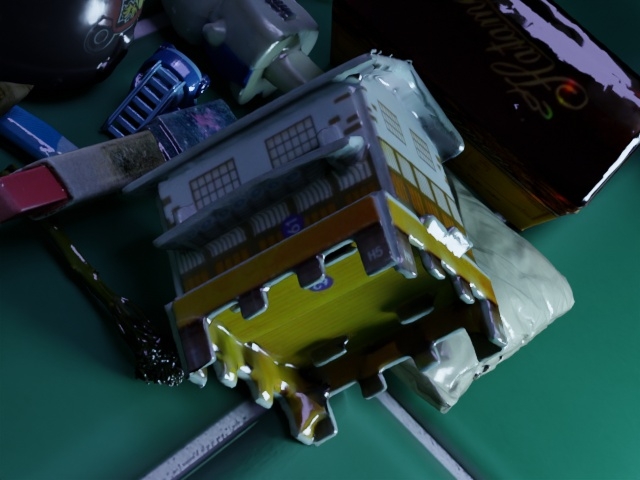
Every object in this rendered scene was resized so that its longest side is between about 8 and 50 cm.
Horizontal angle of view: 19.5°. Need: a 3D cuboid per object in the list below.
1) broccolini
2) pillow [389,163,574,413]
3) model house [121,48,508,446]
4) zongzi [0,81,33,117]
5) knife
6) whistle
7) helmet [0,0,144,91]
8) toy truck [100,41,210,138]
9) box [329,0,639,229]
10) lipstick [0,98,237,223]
[{"bbox_3d":[-0.169,0.025,1.382,0.042,0.044,0.218,-23,62,-37],"label":"broccolini"},{"bbox_3d":[0.073,0.000,1.599,0.274,0.076,0.281,45,33,11],"label":"pillow"},{"bbox_3d":[0.000,0.000,1.370,0.198,0.224,0.215,34,32,-53],"label":"model house"},{"bbox_3d":[-0.286,-0.119,1.396,0.104,0.052,0.113,43,50,-4],"label":"zongzi"},{"bbox_3d":[-0.278,-0.118,1.442,0.296,0.026,0.044,35,31,-6],"label":"knife"},{"bbox_3d":[-0.062,-0.182,1.662,0.244,0.092,0.110,44,30,13],"label":"whistle"},{"bbox_3d":[-0.253,-0.259,1.511,0.279,0.160,0.230,41,35,-1],"label":"helmet"},{"bbox_3d":[-0.140,-0.115,1.539,0.056,0.073,0.090,41,47,3],"label":"toy truck"},{"bbox_3d":[0.137,-0.137,1.595,0.264,0.116,0.415,42,-2,2],"label":"box"},{"bbox_3d":[-0.157,-0.055,1.422,0.051,0.051,0.312,59,30,4],"label":"lipstick"}]
